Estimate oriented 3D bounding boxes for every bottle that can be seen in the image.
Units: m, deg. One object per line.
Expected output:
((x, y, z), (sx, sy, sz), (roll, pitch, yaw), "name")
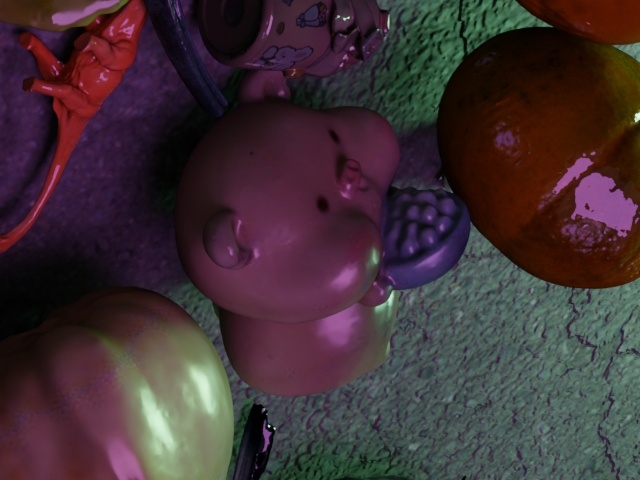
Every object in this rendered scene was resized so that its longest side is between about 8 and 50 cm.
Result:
((-0.011, -0.175, 1.567), (0.152, 0.099, 0.099), (4, 118, -42), "bottle")

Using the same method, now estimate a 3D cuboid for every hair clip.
((-0.113, -0.187, 1.481), (0.070, 0.039, 0.229), (-39, 131, -37), "hair clip")

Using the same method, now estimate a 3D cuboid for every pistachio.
((-0.176, 0.164, 1.589), (0.229, 0.238, 0.321), (-24, 154, -14), "pistachio")

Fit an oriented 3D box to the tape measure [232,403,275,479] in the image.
((-0.158, 0.317, 1.824), (0.215, 0.098, 0.351), (-3, 120, -38), "tape measure")

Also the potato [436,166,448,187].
((0.174, -0.072, 1.815), (0.122, 0.061, 0.086), (-7, 126, -33), "potato")

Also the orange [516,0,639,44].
((0.241, -0.273, 1.585), (0.240, 0.240, 0.240), (-21, 132, -25), "orange")

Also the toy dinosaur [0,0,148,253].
((-0.187, -0.117, 1.500), (0.279, 0.055, 0.101), (-53, 143, 7), "toy dinosaur")

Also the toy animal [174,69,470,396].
((-0.020, 0.003, 1.633), (0.229, 0.210, 0.221), (20, 139, -17), "toy animal")

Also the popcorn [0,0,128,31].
((-0.180, -0.287, 1.244), (0.282, 0.247, 0.282), (-34, 146, -27), "popcorn")

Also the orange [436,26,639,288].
((0.210, -0.073, 1.663), (0.240, 0.240, 0.171), (15, 140, -44), "orange")

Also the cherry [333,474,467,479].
((0.053, 0.343, 1.921), (0.255, 0.218, 0.296), (17, 123, -48), "cherry")
